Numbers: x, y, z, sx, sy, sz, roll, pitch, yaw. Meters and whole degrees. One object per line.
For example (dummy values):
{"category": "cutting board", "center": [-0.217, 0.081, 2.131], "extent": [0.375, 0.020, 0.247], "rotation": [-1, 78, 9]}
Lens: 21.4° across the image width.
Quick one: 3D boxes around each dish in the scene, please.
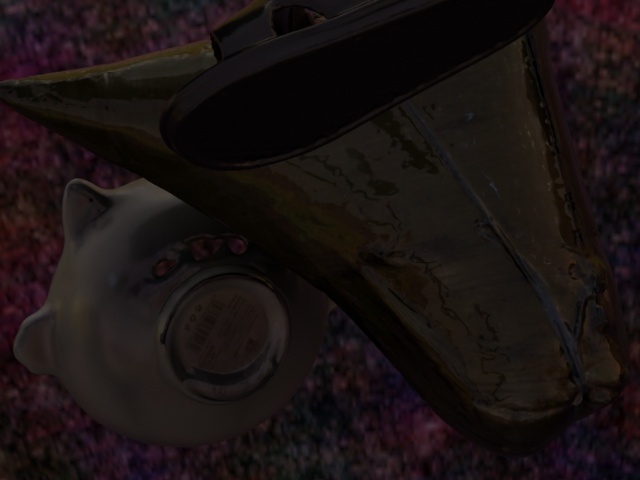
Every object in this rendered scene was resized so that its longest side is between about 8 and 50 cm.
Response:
{"category": "dish", "center": [-0.082, 0.046, 1.151], "extent": [0.236, 0.228, 0.086], "rotation": [-36, 24, -12]}

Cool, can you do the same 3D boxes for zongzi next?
{"category": "zongzi", "center": [0.000, 0.000, 1.071], "extent": [0.360, 0.160, 0.323], "rotation": [-12, 77, -14]}

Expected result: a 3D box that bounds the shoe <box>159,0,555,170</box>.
{"category": "shoe", "center": [0.009, -0.077, 0.606], "extent": [0.159, 0.062, 0.053], "rotation": [-23, 63, -12]}
